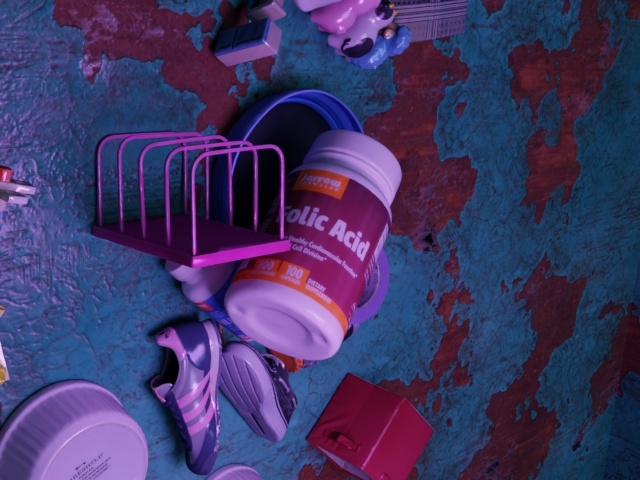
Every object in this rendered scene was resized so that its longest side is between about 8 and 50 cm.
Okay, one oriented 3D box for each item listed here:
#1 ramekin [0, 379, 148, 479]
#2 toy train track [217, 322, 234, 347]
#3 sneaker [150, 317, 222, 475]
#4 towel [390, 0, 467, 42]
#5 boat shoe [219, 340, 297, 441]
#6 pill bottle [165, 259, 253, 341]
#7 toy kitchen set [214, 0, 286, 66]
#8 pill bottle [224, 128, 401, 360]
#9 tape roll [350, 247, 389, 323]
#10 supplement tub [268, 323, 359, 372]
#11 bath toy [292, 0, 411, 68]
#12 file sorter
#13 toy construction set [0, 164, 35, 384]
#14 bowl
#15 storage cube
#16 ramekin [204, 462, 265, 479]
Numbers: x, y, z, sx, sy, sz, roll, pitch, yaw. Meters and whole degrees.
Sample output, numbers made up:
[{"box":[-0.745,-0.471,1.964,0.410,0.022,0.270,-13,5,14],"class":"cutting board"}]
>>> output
[{"box":[-0.424,0.392,1.538,0.273,0.127,0.273,-18,116,-41],"class":"ramekin"},{"box":[-0.200,0.199,1.791,0.048,0.014,0.083,-19,111,-33],"class":"toy train track"},{"box":[-0.268,0.308,1.704,0.131,0.112,0.319,-5,101,-30],"class":"sneaker"},{"box":[0.227,-0.599,1.949,0.324,0.056,0.312,-19,119,-44],"class":"towel"},{"box":[-0.128,0.289,1.827,0.119,0.121,0.335,-60,154,-31],"class":"boat shoe"},{"box":[-0.185,0.085,1.674,0.221,0.124,0.124,42,72,-29],"class":"pill bottle"},{"box":[-0.152,-0.450,1.573,0.166,0.122,0.207,36,57,-46],"class":"toy kitchen set"},{"box":[0.000,0.000,1.621,0.224,0.224,0.392,55,49,-41],"class":"pill bottle"},{"box":[0.050,0.074,1.825,0.189,0.080,0.189,-5,98,-42],"class":"tape roll"},{"box":[-0.015,0.196,1.905,0.190,0.117,0.117,-34,126,-35],"class":"supplement tub"},{"box":[0.065,-0.449,1.699,0.348,0.129,0.151,24,81,-64],"class":"bath toy"},{"box":[-0.220,-0.082,1.474,0.202,0.291,0.182,-11,108,-44],"class":"file sorter"},{"box":[-0.533,0.040,1.289,0.215,0.151,0.327,13,86,-23],"class":"toy construction set"},{"box":[-0.058,-0.113,1.786,0.391,0.077,0.391,-17,115,-42],"class":"bowl"},{"box":[0.120,0.460,2.085,0.193,0.184,0.215,-56,135,-18],"class":"storage cube"},{"box":[-0.174,0.593,1.880,0.207,0.109,0.207,-18,116,-41],"class":"ramekin"}]
